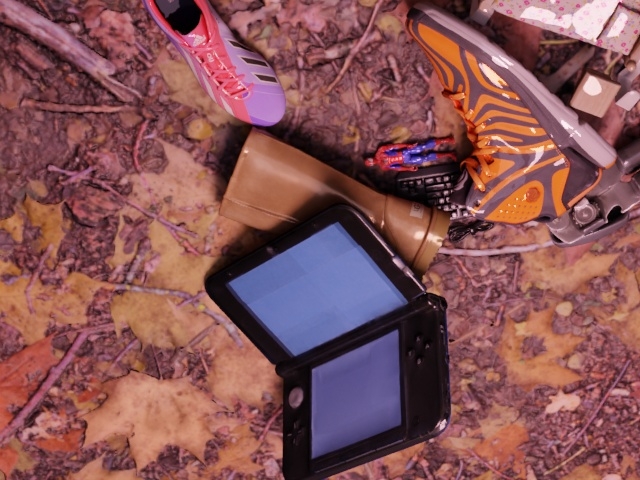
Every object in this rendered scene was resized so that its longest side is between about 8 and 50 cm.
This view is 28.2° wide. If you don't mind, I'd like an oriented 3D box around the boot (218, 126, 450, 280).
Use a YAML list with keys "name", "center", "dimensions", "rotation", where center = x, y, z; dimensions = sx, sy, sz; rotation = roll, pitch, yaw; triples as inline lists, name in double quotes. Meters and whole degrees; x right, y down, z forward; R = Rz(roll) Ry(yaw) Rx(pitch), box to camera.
- name: "boot"
  center: [0.000, 0.000, 1.613]
  dimensions: [0.270, 0.089, 0.236]
  rotation: [21, 119, -5]

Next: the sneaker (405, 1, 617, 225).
- name: "sneaker"
  center: [0.192, -0.131, 1.529]
  dimensions: [0.321, 0.124, 0.180]
  rotation: [39, 100, -14]

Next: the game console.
- name: "game console"
  center: [-0.002, 0.136, 1.560]
  dimensions: [0.173, 0.250, 0.293]
  rotation: [22, 144, -34]

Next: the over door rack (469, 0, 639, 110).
- name: "over door rack"
  center: [0.353, -0.347, 1.478]
  dimensions: [0.240, 0.108, 0.324]
  rotation: [27, 123, -12]

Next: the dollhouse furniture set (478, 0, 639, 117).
- name: "dollhouse furniture set"
  center: [0.248, -0.295, 1.352]
  dimensions: [0.303, 0.173, 0.355]
  rotation: [18, 124, -7]

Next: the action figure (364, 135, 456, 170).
- name: "action figure"
  center: [0.112, -0.107, 1.600]
  dimensions: [0.115, 0.030, 0.038]
  rotation: [-8, 119, 2]

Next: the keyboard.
- name: "keyboard"
  center: [0.191, -0.049, 1.632]
  dimensions: [0.180, 0.023, 0.108]
  rotation: [-8, 114, 1]

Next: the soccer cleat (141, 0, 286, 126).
- name: "soccer cleat"
  center: [-0.129, -0.224, 1.496]
  dimensions: [0.083, 0.095, 0.248]
  rotation: [-33, 111, 11]

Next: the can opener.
- name: "can opener"
  center: [0.409, -0.084, 1.616]
  dimensions: [0.283, 0.076, 0.095]
  rotation: [-31, 156, 6]
